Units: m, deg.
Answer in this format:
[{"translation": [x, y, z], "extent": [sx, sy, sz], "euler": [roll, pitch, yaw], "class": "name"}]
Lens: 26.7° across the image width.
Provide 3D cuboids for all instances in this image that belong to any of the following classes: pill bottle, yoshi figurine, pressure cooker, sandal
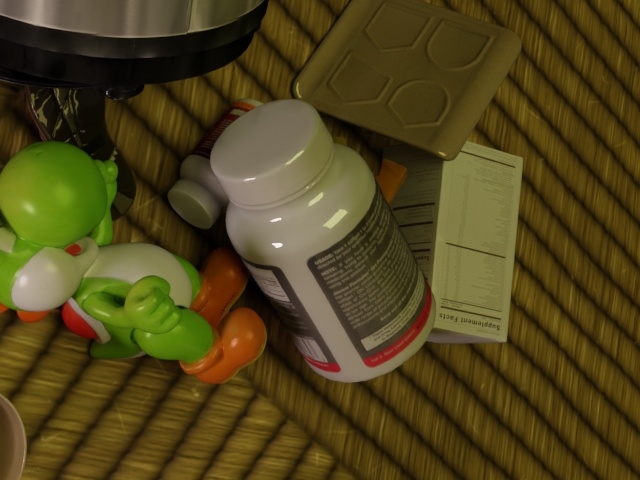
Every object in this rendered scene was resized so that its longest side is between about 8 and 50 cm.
[{"translation": [-0.110, -0.089, 1.588], "extent": [0.086, 0.086, 0.152], "euler": [49, 61, -21], "class": "pill bottle"}, {"translation": [0.000, 0.000, 1.535], "extent": [0.176, 0.176, 0.318], "euler": [-52, 133, -26], "class": "pill bottle"}, {"translation": [-0.215, 0.011, 1.432], "extent": [0.362, 0.204, 0.203], "euler": [24, 72, -34], "class": "yoshi figurine"}, {"translation": [-0.218, -0.339, 1.311], "extent": [0.375, 0.370, 0.420], "euler": [-57, 161, -55], "class": "pressure cooker"}, {"translation": [-0.271, -0.123, 1.502], "extent": [0.090, 0.060, 0.219], "euler": [-37, 121, -25], "class": "sandal"}]

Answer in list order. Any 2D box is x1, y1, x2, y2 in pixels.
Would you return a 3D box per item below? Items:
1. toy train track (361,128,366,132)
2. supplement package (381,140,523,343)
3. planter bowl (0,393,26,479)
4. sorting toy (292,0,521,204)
[{"translation": [0.068, -0.171, 1.762], "extent": [0.083, 0.014, 0.048], "euler": [-23, 99, -34], "class": "toy train track"}, {"translation": [0.158, 0.004, 1.735], "extent": [0.139, 0.134, 0.244], "euler": [14, 78, -33], "class": "supplement package"}, {"translation": [-0.391, 0.208, 1.341], "extent": [0.162, 0.109, 0.162], "euler": [-17, 113, -44], "class": "planter bowl"}, {"translation": [0.087, -0.177, 1.691], "extent": [0.307, 0.229, 0.041], "euler": [-57, 160, -24], "class": "sorting toy"}]
